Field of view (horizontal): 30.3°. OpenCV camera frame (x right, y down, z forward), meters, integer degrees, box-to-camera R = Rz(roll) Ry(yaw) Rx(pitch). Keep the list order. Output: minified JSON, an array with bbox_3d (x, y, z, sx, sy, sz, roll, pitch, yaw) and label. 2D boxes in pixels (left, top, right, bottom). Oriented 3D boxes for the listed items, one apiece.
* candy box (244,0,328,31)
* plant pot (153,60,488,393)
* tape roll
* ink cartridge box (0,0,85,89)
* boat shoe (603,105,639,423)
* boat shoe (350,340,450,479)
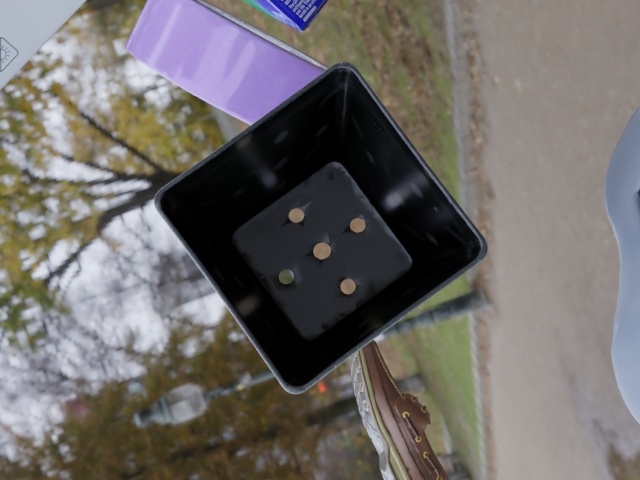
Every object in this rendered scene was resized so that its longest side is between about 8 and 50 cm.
[{"bbox_3d":[-0.143,-0.358,1.109,0.317,0.122,0.268,38,180,-38],"label":"candy box"},{"bbox_3d":[0.000,0.000,0.967,0.187,0.188,0.167,53,175,7],"label":"plant pot"},{"bbox_3d":[-0.086,-0.201,1.379,0.274,0.090,0.275,27,-171,-5],"label":"tape roll"},{"bbox_3d":[-0.149,-0.238,0.659,0.065,0.332,0.165,45,179,44],"label":"ink cartridge box"},{"bbox_3d":[0.292,0.028,0.816,0.367,0.156,0.136,-75,9,-61],"label":"boat shoe"},{"bbox_3d":[0.077,0.179,1.167,0.064,0.060,0.178,122,128,-76],"label":"boat shoe"}]
